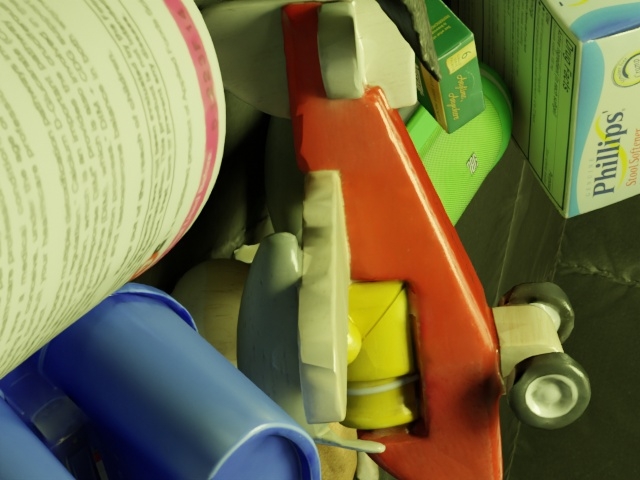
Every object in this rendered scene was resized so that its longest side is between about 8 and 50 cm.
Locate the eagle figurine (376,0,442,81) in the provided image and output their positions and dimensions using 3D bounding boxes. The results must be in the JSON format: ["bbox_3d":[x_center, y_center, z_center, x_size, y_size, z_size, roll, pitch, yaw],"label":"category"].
[{"bbox_3d":[-0.008,-0.231,0.996,0.298,0.225,0.226,5,132,-39],"label":"eagle figurine"}]

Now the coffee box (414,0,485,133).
[{"bbox_3d":[0.054,-0.177,1.347,0.040,0.184,0.113,-36,155,-8],"label":"coffee box"}]

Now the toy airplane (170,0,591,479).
[{"bbox_3d":[0.000,0.000,1.261,0.386,0.272,0.384,39,29,-64],"label":"toy airplane"}]

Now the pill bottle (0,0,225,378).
[{"bbox_3d":[-0.155,-0.015,0.572,0.283,0.160,0.160,-44,146,-62],"label":"pill bottle"}]

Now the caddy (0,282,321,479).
[{"bbox_3d":[-0.136,0.179,1.044,0.241,0.179,0.341,-37,146,-27],"label":"caddy"}]

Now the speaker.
[{"bbox_3d":[0.092,-0.068,1.663,0.296,0.131,0.131,-53,154,-52],"label":"speaker"}]

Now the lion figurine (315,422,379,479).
[{"bbox_3d":[0.035,0.155,1.665,0.392,0.142,0.240,-29,125,-63],"label":"lion figurine"}]

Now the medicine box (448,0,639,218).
[{"bbox_3d":[0.248,-0.221,1.736,0.263,0.149,0.289,84,-18,-53],"label":"medicine box"}]
